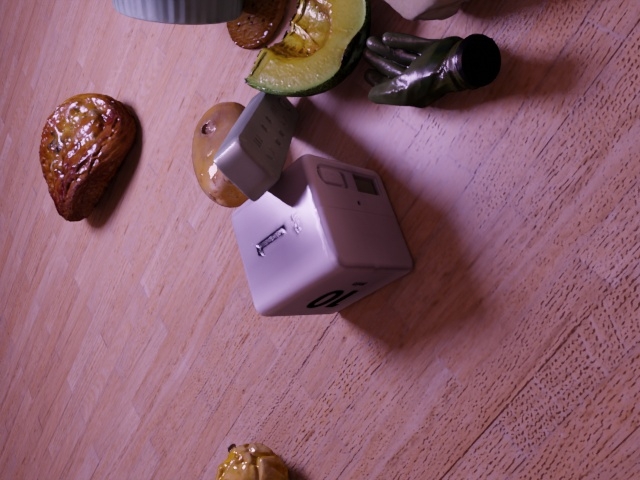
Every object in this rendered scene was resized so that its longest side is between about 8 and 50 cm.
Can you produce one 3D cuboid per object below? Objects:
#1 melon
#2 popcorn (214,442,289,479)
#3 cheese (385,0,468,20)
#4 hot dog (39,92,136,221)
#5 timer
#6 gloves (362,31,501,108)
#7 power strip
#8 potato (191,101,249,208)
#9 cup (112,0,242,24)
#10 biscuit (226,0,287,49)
[{"bbox_3d":[0.012,-0.343,1.000,0.169,0.129,0.265,34,97,26],"label":"melon"},{"bbox_3d":[-0.129,0.450,1.045,0.167,0.148,0.152,-57,30,11],"label":"popcorn"},{"bbox_3d":[0.150,-0.485,0.796,0.318,0.115,0.327,-1,106,69],"label":"cheese"},{"bbox_3d":[-0.666,-0.227,1.585,0.387,0.174,0.267,-48,59,28],"label":"hot dog"},{"bbox_3d":[0.000,0.000,0.926,0.195,0.192,0.195,-35,64,35],"label":"timer"},{"bbox_3d":[0.154,-0.256,0.861,0.135,0.107,0.268,-50,36,-10],"label":"gloves"},{"bbox_3d":[-0.095,-0.186,0.973,0.062,0.091,0.385,-37,20,21],"label":"power strip"},{"bbox_3d":[-0.188,-0.173,1.158,0.150,0.146,0.234,-11,57,1],"label":"potato"},{"bbox_3d":[-0.250,-0.656,1.103,0.310,0.401,0.393,25,127,26],"label":"cup"},{"bbox_3d":[-0.136,-0.500,1.211,0.187,0.027,0.188,-4,85,44],"label":"biscuit"}]
